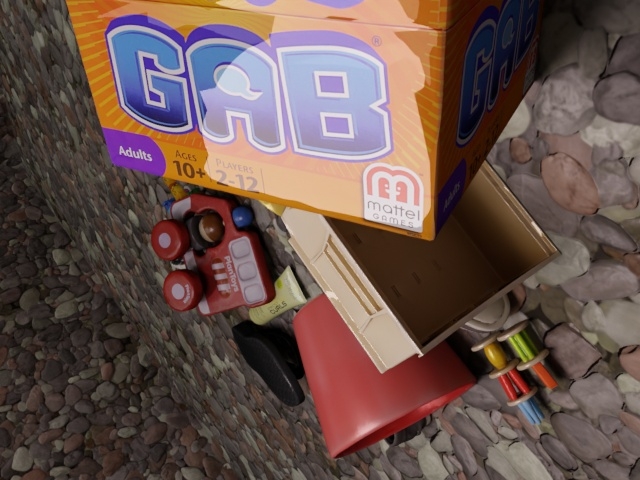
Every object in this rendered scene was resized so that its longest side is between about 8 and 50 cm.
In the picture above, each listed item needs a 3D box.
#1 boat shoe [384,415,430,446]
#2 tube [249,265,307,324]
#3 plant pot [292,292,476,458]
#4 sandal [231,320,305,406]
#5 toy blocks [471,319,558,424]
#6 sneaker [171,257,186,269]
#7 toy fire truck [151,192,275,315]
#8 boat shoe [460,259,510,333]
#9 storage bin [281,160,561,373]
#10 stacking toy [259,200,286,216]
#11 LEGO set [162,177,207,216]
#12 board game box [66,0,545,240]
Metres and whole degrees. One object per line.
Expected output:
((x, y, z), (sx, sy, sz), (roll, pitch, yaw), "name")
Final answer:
((0.097, 0.248, 1.298), (0.335, 0.095, 0.112), (58, 150, 5), "boat shoe")
((-0.104, 0.140, 1.559), (0.070, 0.062, 0.240), (29, 147, -14), "tube")
((0.088, 0.204, 1.131), (0.243, 0.275, 0.275), (62, 152, 20), "plant pot")
((-0.122, 0.286, 1.685), (0.446, 0.107, 0.167), (20, 133, 66), "sandal")
((0.307, 0.203, 0.978), (0.148, 0.054, 0.123), (57, 151, 7), "toy blocks")
((-0.321, 0.084, 1.807), (0.275, 0.107, 0.110), (17, 137, 51), "sneaker")
((-0.246, 0.028, 1.567), (0.254, 0.169, 0.302), (-17, 85, 28), "toy fire truck")
((0.144, 0.035, 1.015), (0.324, 0.116, 0.096), (38, 151, 16), "boat shoe")
((0.126, -0.005, 0.876), (0.260, 0.262, 0.123), (55, 152, 11), "storage bin")
((-0.130, -0.195, 1.128), (0.130, 0.309, 0.279), (-54, 29, 22), "stacking toy")
((-0.364, -0.136, 1.697), (0.093, 0.087, 0.227), (58, 149, 5), "LEGO set")
((0.009, -0.273, 0.629), (0.356, 0.356, 0.356), (15, 130, 24), "board game box")
